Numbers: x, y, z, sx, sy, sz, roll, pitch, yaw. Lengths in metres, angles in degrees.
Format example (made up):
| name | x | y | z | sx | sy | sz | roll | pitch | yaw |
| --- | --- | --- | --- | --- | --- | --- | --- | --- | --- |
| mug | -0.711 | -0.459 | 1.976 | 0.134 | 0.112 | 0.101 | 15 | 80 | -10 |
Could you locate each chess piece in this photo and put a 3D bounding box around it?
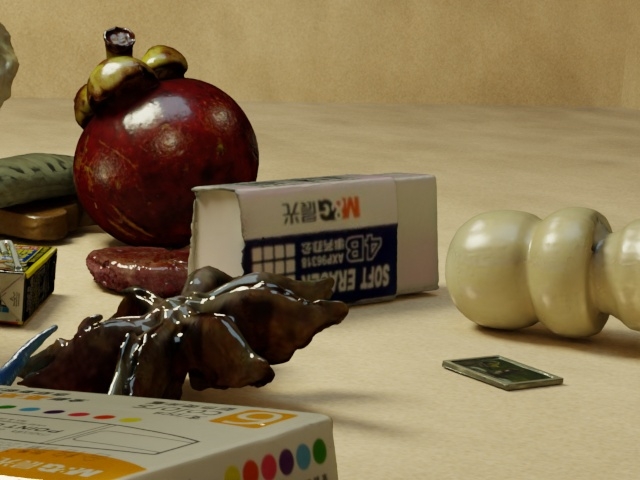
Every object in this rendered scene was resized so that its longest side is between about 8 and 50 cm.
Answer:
| name | x | y | z | sx | sy | sz | roll | pitch | yaw |
| --- | --- | --- | --- | --- | --- | --- | --- | --- | --- |
| chess piece | 0.263 | 0.034 | 1.794 | 0.299 | 0.167 | 0.167 | 0 | 8 | 23 |

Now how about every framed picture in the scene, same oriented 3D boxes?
| name | x | y | z | sx | sy | sz | roll | pitch | yaw |
| --- | --- | --- | --- | --- | --- | --- | --- | --- | --- |
| framed picture | 0.157 | 0.114 | 1.647 | 0.066 | 0.007 | 0.089 | -3 | 12 | -34 |

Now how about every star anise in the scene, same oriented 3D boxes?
| name | x | y | z | sx | sy | sz | roll | pitch | yaw |
| --- | --- | --- | --- | --- | --- | --- | --- | --- | --- |
| star anise | -0.110 | 0.080 | 1.520 | 0.288 | 0.088 | 0.288 | -9 | 13 | 2 |

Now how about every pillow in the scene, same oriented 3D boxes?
| name | x | y | z | sx | sy | sz | roll | pitch | yaw |
| --- | --- | --- | --- | --- | --- | --- | --- | --- | --- |
| pillow | -0.342 | -0.072 | 2.183 | 0.093 | 0.051 | 0.241 | 19 | 19 | 28 |

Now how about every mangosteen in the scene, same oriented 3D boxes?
| name | x | y | z | sx | sy | sz | roll | pitch | yaw |
| --- | --- | --- | --- | --- | --- | --- | --- | --- | --- |
| mangosteen | -0.188 | -0.117 | 2.144 | 0.215 | 0.258 | 0.215 | -22 | 15 | 6 |

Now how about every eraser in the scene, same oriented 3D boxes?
| name | x | y | z | sx | sy | sz | roll | pitch | yaw |
| --- | --- | --- | --- | --- | --- | --- | --- | --- | --- |
| eraser | 0.000 | 0.000 | 1.909 | 0.287 | 0.130 | 0.086 | -8 | 11 | -44 |

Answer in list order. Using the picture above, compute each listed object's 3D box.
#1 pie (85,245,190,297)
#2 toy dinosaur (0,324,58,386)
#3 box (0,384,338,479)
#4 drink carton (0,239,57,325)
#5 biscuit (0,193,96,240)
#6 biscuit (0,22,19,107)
| name | x | y | z | sx | sy | sz | roll | pitch | yaw |
| --- | --- | --- | --- | --- | --- | --- | --- | --- | --- |
| pie | -0.166 | 0.031 | 1.937 | 0.153 | 0.038 | 0.153 | 3 | 7 | 0 |
| toy dinosaur | -0.273 | 0.112 | 1.192 | 0.076 | 0.144 | 0.329 | 4 | -4 | 30 |
| box | -0.154 | 0.144 | 1.044 | 0.273 | 0.091 | 0.220 | 2 | 7 | 31 |
| drink carton | -0.296 | 0.036 | 1.794 | 0.071 | 0.056 | 0.166 | 7 | 9 | 0 |
| biscuit | -0.403 | -0.044 | 2.253 | 0.301 | 0.043 | 0.278 | 5 | 13 | -1 |
| biscuit | -0.475 | -0.058 | 1.551 | 0.446 | 0.104 | 0.429 | 5 | 50 | 15 |
